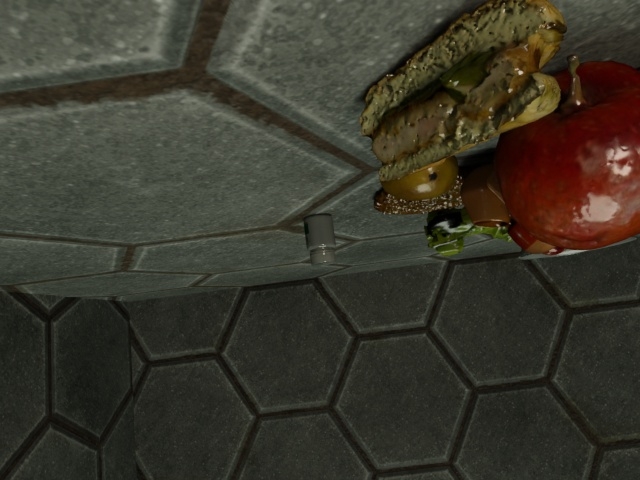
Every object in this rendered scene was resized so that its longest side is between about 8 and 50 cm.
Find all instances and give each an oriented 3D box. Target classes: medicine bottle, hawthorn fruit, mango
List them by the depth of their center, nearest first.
[{"bbox_3d":[0.328,-0.124,0.547,0.242,0.241,0.272,-15,146,36],"label":"hawthorn fruit"},{"bbox_3d":[0.172,-0.116,0.782,0.136,0.099,0.227,-12,177,3],"label":"mango"},{"bbox_3d":[0.000,0.000,1.185,0.080,0.130,0.080,-6,170,-1],"label":"medicine bottle"}]

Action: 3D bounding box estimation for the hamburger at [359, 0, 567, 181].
[{"bbox_3d":[0.160,-0.164,0.491,0.131,0.124,0.262,-23,-177,-29],"label":"hamburger"}]

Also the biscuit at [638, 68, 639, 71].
[{"bbox_3d":[0.493,-0.236,0.534,0.131,0.026,0.237,-5,169,-3],"label":"biscuit"}]

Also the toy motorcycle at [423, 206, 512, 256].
[{"bbox_3d":[0.462,-0.056,1.208,0.342,0.142,0.206,-14,148,15],"label":"toy motorcycle"}]

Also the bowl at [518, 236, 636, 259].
[{"bbox_3d":[0.827,-0.041,1.453,0.346,0.157,0.345,-7,170,-1],"label":"bowl"}]

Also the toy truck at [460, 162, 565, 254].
[{"bbox_3d":[0.425,-0.105,0.852,0.265,0.239,0.189,-50,164,1],"label":"toy truck"}]

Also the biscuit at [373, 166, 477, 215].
[{"bbox_3d":[0.276,-0.107,1.050,0.305,0.038,0.305,-7,170,-1],"label":"biscuit"}]
